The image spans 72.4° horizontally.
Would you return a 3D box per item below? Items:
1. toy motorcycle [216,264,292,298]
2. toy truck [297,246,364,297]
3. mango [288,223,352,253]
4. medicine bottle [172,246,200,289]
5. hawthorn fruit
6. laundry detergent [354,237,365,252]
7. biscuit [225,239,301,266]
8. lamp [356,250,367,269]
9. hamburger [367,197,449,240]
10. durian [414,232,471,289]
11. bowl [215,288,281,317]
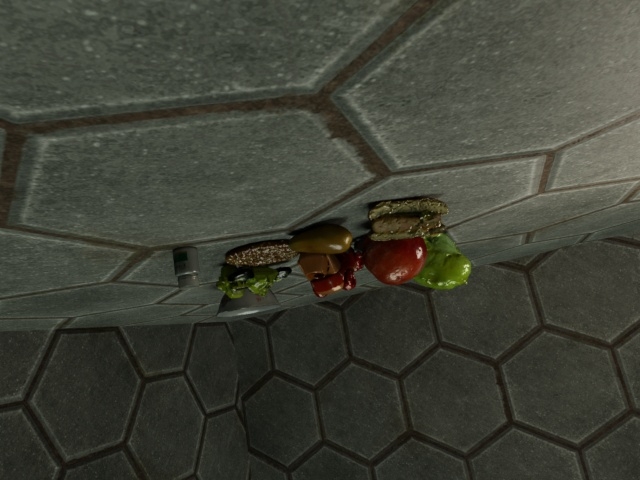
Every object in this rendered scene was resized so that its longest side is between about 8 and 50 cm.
[{"bbox_3d":[-0.290,0.166,1.882,0.206,0.142,0.342,-42,156,28],"label":"toy motorcycle"},{"bbox_3d":[0.028,0.084,1.733,0.189,0.239,0.265,-19,-154,31],"label":"toy truck"},{"bbox_3d":[0.000,0.000,1.485,0.228,0.099,0.136,-7,174,24],"label":"mango"},{"bbox_3d":[-0.442,0.093,1.448,0.080,0.130,0.080,-10,166,-2],"label":"medicine bottle"},{"bbox_3d":[0.276,0.018,1.540,0.242,0.242,0.271,-2,143,-33],"label":"hawthorn fruit"},{"bbox_3d":[0.223,0.026,1.813,0.171,0.076,0.237,4,178,3],"label":"laundry detergent"},{"bbox_3d":[-0.211,0.056,1.674,0.305,0.038,0.305,-10,167,-2],"label":"biscuit"},{"bbox_3d":[0.202,0.082,1.967,0.105,0.105,0.105,-10,167,-2],"label":"lamp"},{"bbox_3d":[0.267,-0.070,1.381,0.262,0.124,0.131,-4,-175,-7],"label":"hamburger"},{"bbox_3d":[0.489,0.086,1.914,0.256,0.339,0.204,-35,143,4],"label":"durian"},{"bbox_3d":[-0.383,0.296,2.291,0.346,0.157,0.345,-9,167,-2],"label":"bowl"}]
